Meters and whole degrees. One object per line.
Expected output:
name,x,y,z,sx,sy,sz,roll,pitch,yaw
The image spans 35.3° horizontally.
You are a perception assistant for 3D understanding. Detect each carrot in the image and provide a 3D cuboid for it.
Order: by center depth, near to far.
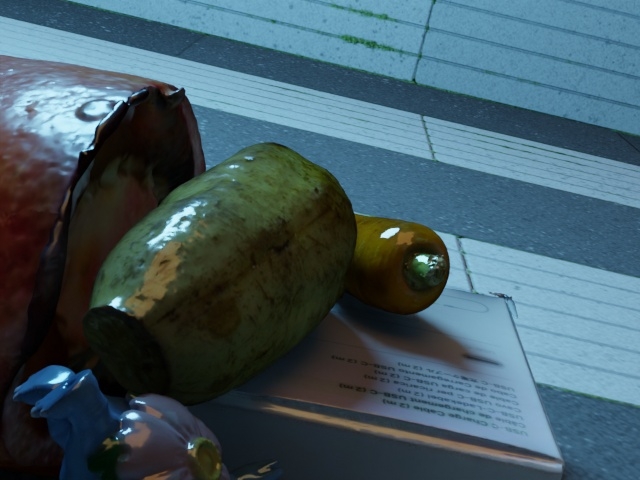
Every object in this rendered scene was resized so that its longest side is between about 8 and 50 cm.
carrot,0.000,0.000,0.704,0.061,0.061,0.257,0,12,-37

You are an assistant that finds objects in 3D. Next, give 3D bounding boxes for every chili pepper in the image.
chili pepper,-0.229,-0.014,0.591,0.306,0.251,0.229,17,-20,12

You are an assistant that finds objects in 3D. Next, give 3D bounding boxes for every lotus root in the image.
lotus root,-0.039,0.012,0.547,0.097,0.110,0.258,-22,11,23

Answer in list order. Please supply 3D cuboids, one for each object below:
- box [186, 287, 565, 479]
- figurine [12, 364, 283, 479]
box,0.027,0.099,0.646,0.203,0.106,0.251,13,17,-2
figurine,-0.079,0.138,0.427,0.145,0.178,0.114,-33,15,-5
